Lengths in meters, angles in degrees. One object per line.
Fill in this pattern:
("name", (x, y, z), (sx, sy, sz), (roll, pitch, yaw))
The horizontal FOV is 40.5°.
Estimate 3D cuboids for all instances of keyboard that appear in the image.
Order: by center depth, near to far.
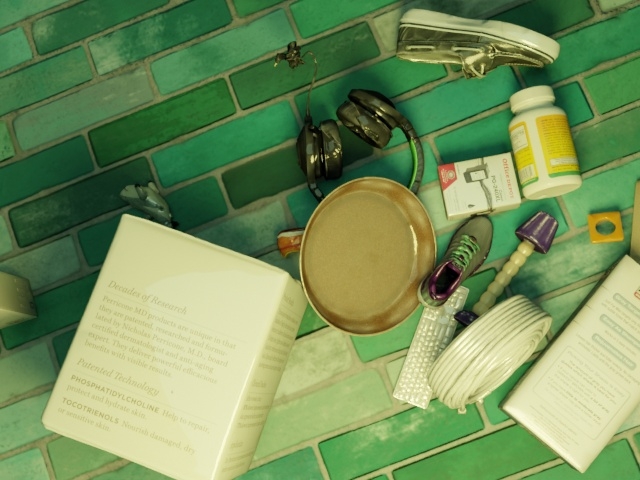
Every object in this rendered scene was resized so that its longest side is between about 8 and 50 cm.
("keyboard", (0.221, 0.204, 1.735), (0.072, 0.014, 0.255), (20, 83, 9))

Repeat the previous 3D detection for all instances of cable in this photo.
("cable", (0.312, 0.206, 1.604), (0.257, 0.257, 0.089), (-42, 67, 2))

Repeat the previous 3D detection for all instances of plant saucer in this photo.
("plant saucer", (0.088, 0.031, 1.694), (0.311, 0.050, 0.310), (-3, 96, -27))

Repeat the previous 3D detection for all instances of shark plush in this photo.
("shark plush", (-0.352, -0.060, 1.840), (0.067, 0.073, 0.161), (-43, 99, 17))

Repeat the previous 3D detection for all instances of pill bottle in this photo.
("pill bottle", (0.441, -0.196, 1.730), (0.118, 0.117, 0.208), (-12, 79, 4))

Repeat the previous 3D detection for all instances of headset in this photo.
("headset", (0.048, -0.219, 1.742), (0.243, 0.185, 0.394), (-34, 90, -1))

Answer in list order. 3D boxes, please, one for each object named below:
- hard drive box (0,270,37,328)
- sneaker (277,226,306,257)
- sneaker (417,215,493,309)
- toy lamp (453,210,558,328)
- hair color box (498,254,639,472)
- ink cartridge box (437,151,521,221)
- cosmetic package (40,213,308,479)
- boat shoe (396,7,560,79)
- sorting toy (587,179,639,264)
("hard drive box", (-0.706, 0.129, 1.737), (0.181, 0.232, 0.089), (-18, 79, 2))
("sneaker", (0.000, 0.000, 1.780), (0.175, 0.064, 0.067), (-9, 99, 10))
("sneaker", (0.280, 0.041, 1.704), (0.083, 0.098, 0.223), (35, 77, 1))
("toy lamp", (0.373, 0.063, 1.712), (0.080, 0.080, 0.274), (35, 87, 11))
("hair color box", (0.529, 0.232, 1.647), (0.185, 0.113, 0.374), (39, 87, 11))
("ink cartridge box", (0.320, -0.108, 1.755), (0.151, 0.063, 0.109), (-11, 79, 4))
("cosmetic package", (-0.247, 0.210, 1.624), (0.328, 0.329, 0.393), (18, 82, 9))
("boat shoe", (0.318, -0.388, 1.791), (0.335, 0.121, 0.119), (14, 89, 19))
("sorting toy", (0.702, -0.027, 1.690), (0.348, 0.047, 0.195), (5, 64, 19))
